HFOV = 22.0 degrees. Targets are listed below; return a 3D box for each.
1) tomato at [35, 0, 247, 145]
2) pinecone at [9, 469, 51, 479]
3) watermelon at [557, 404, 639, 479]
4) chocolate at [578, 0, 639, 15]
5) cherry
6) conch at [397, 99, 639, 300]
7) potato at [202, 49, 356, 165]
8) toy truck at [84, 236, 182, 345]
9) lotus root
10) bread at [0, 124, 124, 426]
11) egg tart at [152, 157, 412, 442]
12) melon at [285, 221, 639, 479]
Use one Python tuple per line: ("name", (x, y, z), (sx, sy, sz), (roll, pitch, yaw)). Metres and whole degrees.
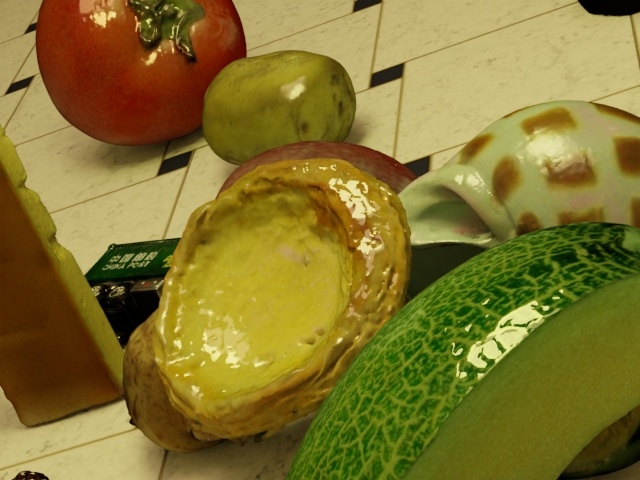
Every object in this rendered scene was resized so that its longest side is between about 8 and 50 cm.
("tomato", (-0.276, -0.289, 2.477), (0.321, 0.321, 0.321), (-20, 26, 10))
("pinecone", (-0.294, 0.272, 1.665), (0.077, 0.077, 0.083), (-24, 12, 4))
("watermelon", (0.231, 0.108, 1.412), (0.232, 0.127, 0.204), (-30, 56, 38))
("chocolate", (0.441, -0.478, 2.263), (0.225, 0.210, 0.340), (1, 36, 39))
("cherry", (0.000, 0.000, 1.749), (0.285, 0.213, 0.236), (-26, 64, -33))
("conch", (0.251, -0.011, 1.570), (0.368, 0.249, 0.197), (19, 37, 22))
("potato", (-0.056, -0.174, 2.206), (0.228, 0.148, 0.197), (-10, 42, 32))
("toy truck", (-0.172, 0.061, 1.938), (0.259, 0.088, 0.121), (-5, 32, 39))
("lotus root", (-0.138, 0.134, 1.711), (0.154, 0.140, 0.257), (-58, 17, 6))
("bread", (-0.348, 0.030, 1.837), (0.138, 0.361, 0.077), (-18, 20, 19))
("egg tart", (-0.023, 0.060, 1.552), (0.294, 0.123, 0.294), (-19, 58, 33))
("melon", (0.132, 0.122, 1.305), (0.344, 0.226, 0.331), (-61, -9, 9))
